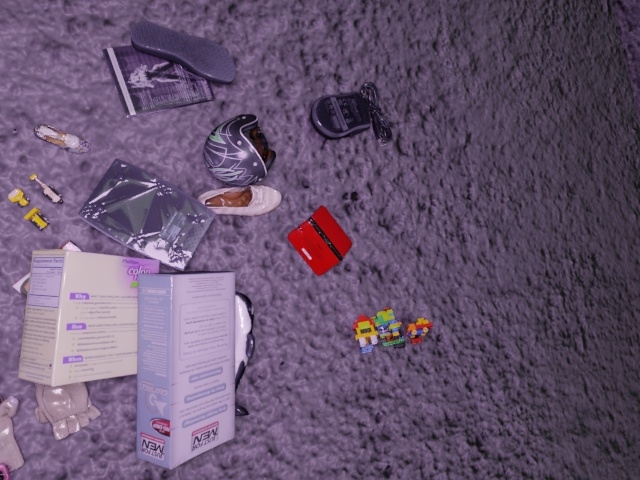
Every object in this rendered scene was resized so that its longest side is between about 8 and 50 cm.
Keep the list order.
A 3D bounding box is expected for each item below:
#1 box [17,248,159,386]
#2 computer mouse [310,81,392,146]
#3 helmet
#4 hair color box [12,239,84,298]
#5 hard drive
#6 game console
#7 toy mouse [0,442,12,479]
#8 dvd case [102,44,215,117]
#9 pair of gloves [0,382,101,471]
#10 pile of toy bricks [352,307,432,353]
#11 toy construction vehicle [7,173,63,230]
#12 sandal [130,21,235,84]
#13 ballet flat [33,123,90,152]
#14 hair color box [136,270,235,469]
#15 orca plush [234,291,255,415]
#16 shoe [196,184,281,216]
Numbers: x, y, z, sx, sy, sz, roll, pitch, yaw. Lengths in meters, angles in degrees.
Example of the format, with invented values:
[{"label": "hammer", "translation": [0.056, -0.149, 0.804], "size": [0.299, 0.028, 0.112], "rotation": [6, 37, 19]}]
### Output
[{"label": "box", "translation": [-0.455, 0.149, 0.914], "size": [0.213, 0.117, 0.243], "rotation": [13, 78, -59]}, {"label": "computer mouse", "translation": [0.072, -0.341, 1.279], "size": [0.272, 0.072, 0.189], "rotation": [-18, 90, -36]}, {"label": "helmet", "translation": [-0.196, -0.206, 1.086], "size": [0.169, 0.169, 0.162], "rotation": [36, 51, -16]}, {"label": "hair color box", "translation": [-0.564, 0.072, 0.969], "size": [0.072, 0.043, 0.141], "rotation": [48, 70, -13]}, {"label": "hard drive", "translation": [-0.390, -0.055, 1.042], "size": [0.254, 0.054, 0.172], "rotation": [30, 74, -11]}, {"label": "game console", "translation": [0.000, 0.000, 1.236], "size": [0.124, 0.085, 0.144], "rotation": [-37, 100, 9]}, {"label": "toy mouse", "translation": [-0.644, 0.435, 0.871], "size": [0.161, 0.031, 0.143], "rotation": [37, 93, -11]}, {"label": "dvd case", "translation": [-0.389, -0.401, 1.109], "size": [0.221, 0.018, 0.165], "rotation": [-21, 94, -25]}, {"label": "pair of gloves", "translation": [-0.603, 0.339, 0.923], "size": [0.240, 0.042, 0.204], "rotation": [-27, 101, -17]}, {"label": "pile of toy bricks", "translation": [0.188, 0.235, 1.257], "size": [0.212, 0.118, 0.105], "rotation": [-9, 59, -8]}, {"label": "toy construction vehicle", "translation": [-0.605, -0.083, 0.978], "size": [0.098, 0.035, 0.086], "rotation": [43, 81, -11]}, {"label": "sandal", "translation": [-0.327, -0.454, 1.110], "size": [0.254, 0.054, 0.097], "rotation": [21, 69, -11]}, {"label": "ballet flat", "translation": [-0.570, -0.224, 1.000], "size": [0.114, 0.041, 0.041], "rotation": [19, 77, -21]}, {"label": "hair color box", "translation": [-0.283, 0.256, 0.976], "size": [0.185, 0.113, 0.375], "rotation": [3, 86, -58]}, {"label": "orca plush", "translation": [-0.183, 0.266, 1.084], "size": [0.102, 0.151, 0.287], "rotation": [2, 79, -54]}, {"label": "shoe", "translation": [-0.196, -0.098, 1.137], "size": [0.219, 0.058, 0.077], "rotation": [-8, 88, -24]}]
